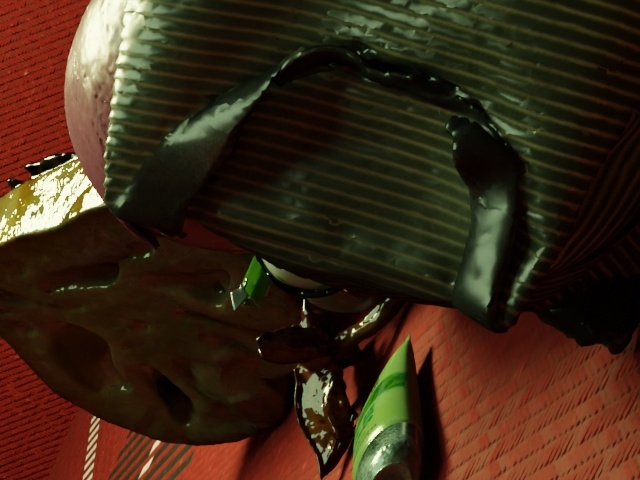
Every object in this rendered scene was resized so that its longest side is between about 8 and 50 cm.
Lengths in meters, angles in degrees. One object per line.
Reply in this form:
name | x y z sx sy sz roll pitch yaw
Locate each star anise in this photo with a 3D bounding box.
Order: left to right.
star anise | 0.034 0.093 1.410 0.158 0.144 0.140 -72 -35 -56

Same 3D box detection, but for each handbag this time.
handbag | 0.051 -0.084 0.903 0.247 0.341 0.240 24 -98 -66

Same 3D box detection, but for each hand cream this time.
hand cream | 0.048 0.142 1.233 0.175 0.046 0.095 -93 24 -69

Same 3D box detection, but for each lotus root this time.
lotus root | -0.174 0.056 1.650 0.390 0.375 0.111 101 -176 -52

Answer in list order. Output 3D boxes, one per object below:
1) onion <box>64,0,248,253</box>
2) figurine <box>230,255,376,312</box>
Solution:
onion | -0.001 -0.146 1.228 0.358 0.358 0.345 154 128 -74
figurine | 0.000 0.000 1.457 0.192 0.147 0.126 9 -98 -77
